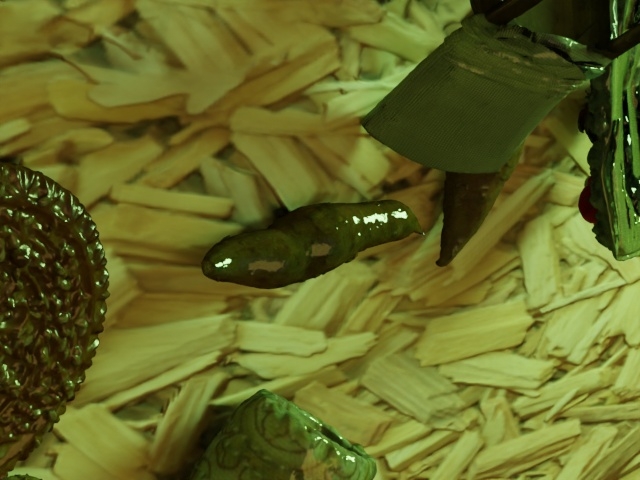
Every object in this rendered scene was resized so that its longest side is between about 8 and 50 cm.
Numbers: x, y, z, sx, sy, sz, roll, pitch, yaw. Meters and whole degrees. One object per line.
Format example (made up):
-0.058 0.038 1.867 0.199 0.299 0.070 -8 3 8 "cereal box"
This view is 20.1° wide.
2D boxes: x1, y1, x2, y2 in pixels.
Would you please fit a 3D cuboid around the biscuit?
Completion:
-0.278 0.082 1.331 0.305 0.038 0.305 -27 132 -33 "biscuit"

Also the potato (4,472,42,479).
-0.254 0.216 1.446 0.083 0.040 0.051 -18 105 -32 "potato"

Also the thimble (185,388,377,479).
-0.036 0.225 1.612 0.143 0.137 0.190 -57 153 -1 "thimble"

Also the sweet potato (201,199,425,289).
0.000 0.000 1.556 0.274 0.067 0.067 -13 124 -42 "sweet potato"

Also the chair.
0.178 -0.207 1.523 0.160 0.186 0.319 13 151 -28 "chair"

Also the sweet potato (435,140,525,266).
0.147 -0.067 1.675 0.068 0.060 0.206 14 110 -11 "sweet potato"

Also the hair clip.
0.296 -0.141 1.760 0.138 0.091 0.321 -18 117 -40 "hair clip"
